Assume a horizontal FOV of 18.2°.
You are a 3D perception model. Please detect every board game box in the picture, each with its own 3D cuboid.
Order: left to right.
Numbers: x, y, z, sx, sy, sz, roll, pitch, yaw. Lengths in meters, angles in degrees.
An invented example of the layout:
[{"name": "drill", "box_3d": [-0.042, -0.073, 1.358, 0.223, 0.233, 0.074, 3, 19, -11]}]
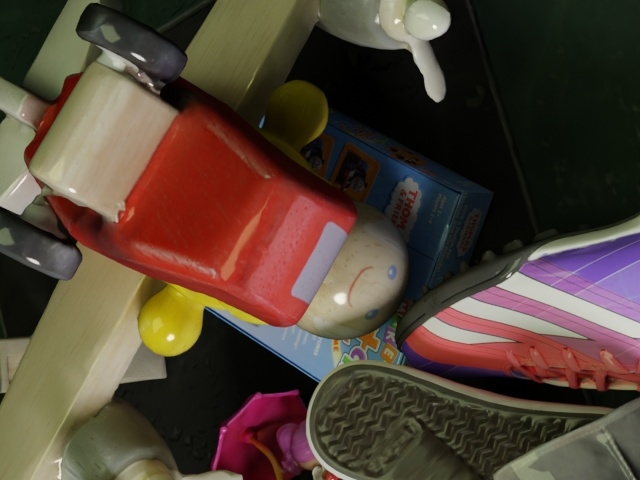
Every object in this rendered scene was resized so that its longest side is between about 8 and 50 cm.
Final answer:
[{"name": "board game box", "box_3d": [0.000, 0.000, 1.296, 0.211, 0.039, 0.160, 31, 110, 37]}]

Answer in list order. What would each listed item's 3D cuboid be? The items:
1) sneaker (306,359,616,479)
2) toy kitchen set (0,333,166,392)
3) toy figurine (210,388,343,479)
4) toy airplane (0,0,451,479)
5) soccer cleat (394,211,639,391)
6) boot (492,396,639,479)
[{"name": "sneaker", "box_3d": [0.141, 0.142, 1.154, 0.290, 0.123, 0.106, 22, 84, 19]}, {"name": "toy kitchen set", "box_3d": [-0.197, 0.168, 1.419, 0.166, 0.122, 0.207, -10, 85, 41]}, {"name": "toy figurine", "box_3d": [-0.006, 0.163, 1.266, 0.173, 0.130, 0.159, -34, 59, 29]}, {"name": "toy airplane", "box_3d": [-0.076, -0.024, 1.198, 0.386, 0.272, 0.384, -46, 24, 41]}, {"name": "soccer cleat", "box_3d": [0.174, 0.042, 1.103, 0.318, 0.109, 0.116, -22, 78, 37]}, {"name": "boot", "box_3d": [0.214, 0.176, 1.041, 0.076, 0.190, 0.208, 94, 155, -61]}]
